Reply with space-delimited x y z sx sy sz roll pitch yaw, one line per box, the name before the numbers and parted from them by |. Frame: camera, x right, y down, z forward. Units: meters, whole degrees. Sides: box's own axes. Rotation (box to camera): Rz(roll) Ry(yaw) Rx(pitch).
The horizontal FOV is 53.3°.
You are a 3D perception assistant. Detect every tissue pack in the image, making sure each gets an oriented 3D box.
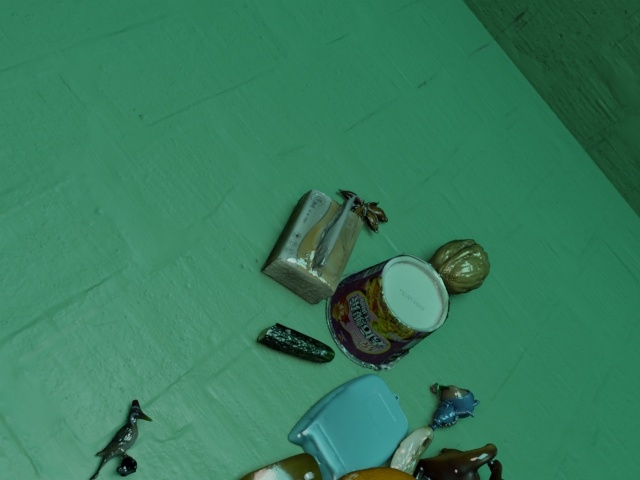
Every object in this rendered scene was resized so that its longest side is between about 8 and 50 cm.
tissue pack | 0.000 0.000 1.961 0.239 0.238 0.305 35 53 -12

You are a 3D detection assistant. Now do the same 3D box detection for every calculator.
calculator | 0.105 0.547 1.853 0.386 0.054 0.256 -26 81 -39

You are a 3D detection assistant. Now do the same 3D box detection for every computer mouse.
computer mouse | -0.104 0.640 1.657 0.245 0.056 0.125 -10 73 -28

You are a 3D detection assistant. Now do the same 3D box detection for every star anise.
star anise | 0.150 -0.087 2.206 0.213 0.053 0.157 20 57 -24

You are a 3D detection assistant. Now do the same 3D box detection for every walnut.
walnut | 0.489 0.091 2.237 0.245 0.198 0.198 -15 75 -40

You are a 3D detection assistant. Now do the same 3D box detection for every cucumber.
cucumber | -0.065 0.305 1.862 0.241 0.074 0.074 25 55 -22

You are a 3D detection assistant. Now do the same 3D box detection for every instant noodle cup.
instant noodle cup | 0.225 0.206 1.968 0.340 0.266 0.339 15 59 -26

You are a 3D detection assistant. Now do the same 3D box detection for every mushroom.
mushroom | 0.259 0.639 1.872 0.072 0.094 0.209 22 67 33

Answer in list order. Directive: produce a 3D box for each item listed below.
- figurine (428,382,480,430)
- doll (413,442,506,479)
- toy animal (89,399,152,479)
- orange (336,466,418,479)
figurine | 0.407 0.519 2.024 0.178 0.114 0.144 -33 84 -30
doll | 0.454 0.764 1.883 0.318 0.209 0.339 -26 77 -5
toy animal | -0.470 0.480 1.528 0.105 0.070 0.202 14 62 -3
orange | 0.157 0.781 1.588 0.424 0.326 0.423 15 60 -27
